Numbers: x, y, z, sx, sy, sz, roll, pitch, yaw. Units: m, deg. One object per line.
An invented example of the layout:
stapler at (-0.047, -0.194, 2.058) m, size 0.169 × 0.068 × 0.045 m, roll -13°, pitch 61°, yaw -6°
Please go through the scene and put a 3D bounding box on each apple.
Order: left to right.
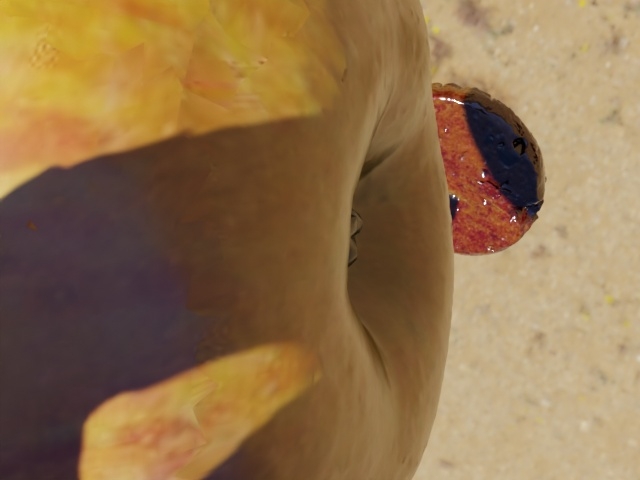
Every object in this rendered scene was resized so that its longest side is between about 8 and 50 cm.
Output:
apple at (-0.106, -0.012, 0.602) m, size 0.334 × 0.400 × 0.400 m, roll -1°, pitch 149°, yaw -1°

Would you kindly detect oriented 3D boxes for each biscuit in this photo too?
biscuit at (0.137, -0.069, 1.451) m, size 0.192 × 0.049 × 0.192 m, roll 10°, pitch 120°, yaw 18°
